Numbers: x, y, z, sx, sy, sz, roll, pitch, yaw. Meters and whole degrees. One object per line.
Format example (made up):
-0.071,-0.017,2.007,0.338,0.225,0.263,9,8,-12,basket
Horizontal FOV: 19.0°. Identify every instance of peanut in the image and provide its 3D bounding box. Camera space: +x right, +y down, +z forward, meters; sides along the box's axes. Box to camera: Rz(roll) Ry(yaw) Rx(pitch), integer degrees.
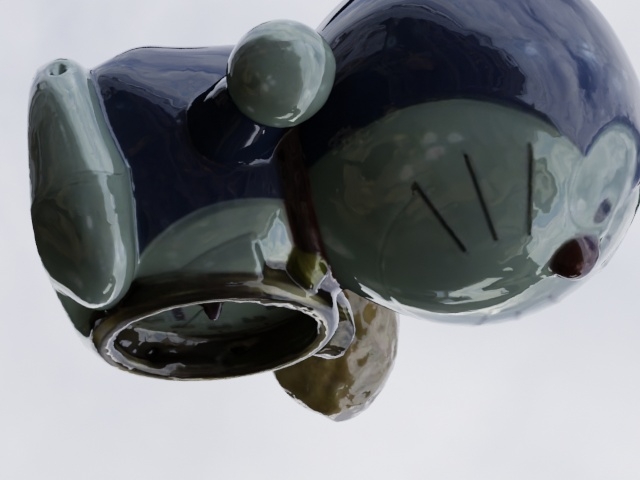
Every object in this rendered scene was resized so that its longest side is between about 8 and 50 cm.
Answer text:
0.000,0.000,1.120,0.099,0.099,0.214,-4,-90,48,peanut

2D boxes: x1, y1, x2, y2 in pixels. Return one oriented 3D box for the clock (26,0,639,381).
0.010,-0.031,0.759,0.199,0.243,0.146,73,7,-61,clock
